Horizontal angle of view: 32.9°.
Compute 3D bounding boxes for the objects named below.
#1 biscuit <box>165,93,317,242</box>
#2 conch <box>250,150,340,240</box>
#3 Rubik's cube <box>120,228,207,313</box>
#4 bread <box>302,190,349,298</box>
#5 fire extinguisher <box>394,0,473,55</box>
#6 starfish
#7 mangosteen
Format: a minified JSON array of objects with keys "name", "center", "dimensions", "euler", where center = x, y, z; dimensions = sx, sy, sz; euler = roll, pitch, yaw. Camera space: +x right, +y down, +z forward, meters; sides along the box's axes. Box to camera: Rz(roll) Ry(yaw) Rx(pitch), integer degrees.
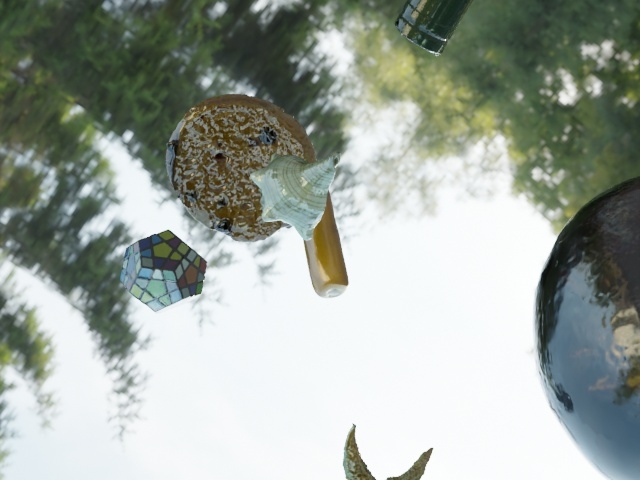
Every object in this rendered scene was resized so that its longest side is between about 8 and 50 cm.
[{"name":"biscuit","center":[-0.145,-0.139,2.025],"dimensions":[0.296,0.296,0.075],"euler":[34,-159,-13]},{"name":"conch","center":[-0.050,-0.069,1.693],"dimensions":[0.114,0.137,0.234],"euler":[-2,-175,-15]},{"name":"Rubik's cube","center":[-0.236,0.047,1.632],"dimensions":[0.111,0.133,0.133],"euler":[14,-148,-33]},{"name":"bread","center":[0.000,0.000,2.220],"dimensions":[0.073,0.092,0.239],"euler":[-8,-111,-12]},{"name":"fire extinguisher","center":[0.231,-0.452,1.725],"dimensions":[0.095,0.311,0.114],"euler":[40,-158,19]},{"name":"starfish","center":[0.074,0.434,1.775],"dimensions":[0.357,0.347,0.078],"euler":[-34,-137,-25]},{"name":"mangosteen","center":[0.316,0.059,0.842],"dimensions":[0.275,0.302,0.275],"euler":[25,-128,-37]}]
